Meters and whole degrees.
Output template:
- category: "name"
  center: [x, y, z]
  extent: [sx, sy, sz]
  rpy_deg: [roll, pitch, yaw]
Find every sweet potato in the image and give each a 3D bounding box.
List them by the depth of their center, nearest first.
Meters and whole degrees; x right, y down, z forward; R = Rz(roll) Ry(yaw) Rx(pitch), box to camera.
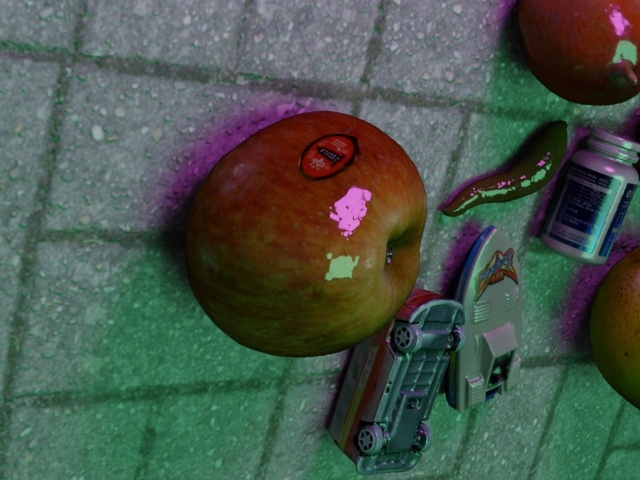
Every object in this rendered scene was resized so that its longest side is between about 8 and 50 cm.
- category: "sweet potato"
  center: [0.279, -0.088, 1.662]
  extent: [0.249, 0.059, 0.069]
  rpy_deg: [-34, 109, -17]

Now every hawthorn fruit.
- category: "hawthorn fruit"
  center: [0.361, -0.257, 1.516]
  extent: [0.199, 0.251, 0.200]
  rpy_deg: [-4, 126, -6]

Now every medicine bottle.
- category: "medicine bottle"
  center: [0.409, -0.066, 1.739]
  extent: [0.107, 0.107, 0.192]
  rpy_deg: [9, 105, -41]

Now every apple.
- category: "apple"
  center: [0.000, 0.000, 1.348]
  extent: [0.309, 0.250, 0.277]
  rpy_deg: [-44, 131, -16]

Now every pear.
- category: "pear"
  center: [0.561, 0.144, 1.854]
  extent: [0.294, 0.294, 0.294]
  rpy_deg: [-18, 122, -31]

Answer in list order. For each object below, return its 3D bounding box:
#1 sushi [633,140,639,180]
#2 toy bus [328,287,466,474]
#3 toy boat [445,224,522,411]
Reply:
- category: "sushi"
  center: [0.593, -0.181, 1.807]
  extent: [0.296, 0.167, 0.179]
  rpy_deg: [-23, 147, -20]
- category: "toy bus"
  center: [0.103, 0.185, 1.610]
  extent: [0.121, 0.120, 0.265]
  rpy_deg: [5, 109, -40]
- category: "toy boat"
  center: [0.243, 0.111, 1.707]
  extent: [0.129, 0.088, 0.295]
  rpy_deg: [-19, 123, -31]
